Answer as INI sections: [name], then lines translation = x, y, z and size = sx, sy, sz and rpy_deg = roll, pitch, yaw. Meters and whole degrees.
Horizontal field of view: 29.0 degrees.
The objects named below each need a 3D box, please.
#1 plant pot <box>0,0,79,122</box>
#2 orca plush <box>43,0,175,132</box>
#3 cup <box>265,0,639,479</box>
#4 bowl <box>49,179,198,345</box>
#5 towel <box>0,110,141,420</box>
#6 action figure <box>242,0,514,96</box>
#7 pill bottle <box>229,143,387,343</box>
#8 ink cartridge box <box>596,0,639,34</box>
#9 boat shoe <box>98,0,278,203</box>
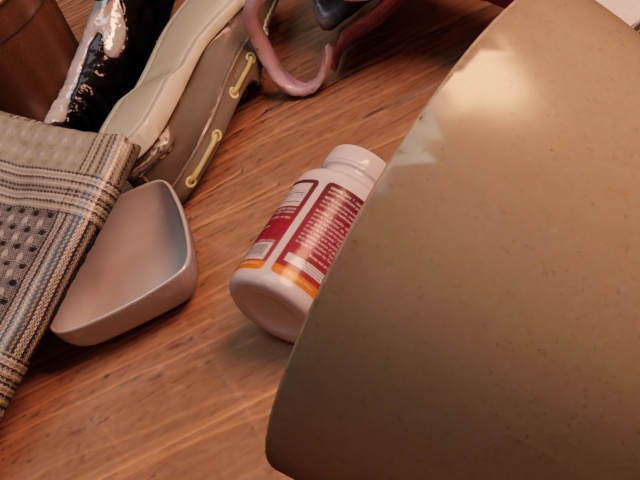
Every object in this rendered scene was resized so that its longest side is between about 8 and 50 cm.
[plant pot]
translation = -0.335, -0.208, 1.314
size = 0.167, 0.165, 0.167
rpy_deg = -15, 44, 15
[orca plush]
translation = -0.193, -0.195, 1.274
size = 0.102, 0.151, 0.287
rpy_deg = 18, 51, 4
[cup]
translation = 0.157, 0.052, 0.706
size = 0.237, 0.331, 0.331
rpy_deg = 31, 66, 16
[bowl]
translation = -0.170, 0.026, 1.076
size = 0.142, 0.053, 0.142
rpy_deg = -27, 41, 4
[towel]
translation = -0.348, 0.009, 1.090
size = 0.324, 0.056, 0.312
rpy_deg = 14, 69, 32
[action figure]
translation = 0.114, -0.263, 1.055
size = 0.370, 0.248, 0.276
rpy_deg = 21, 63, 45
[pill bottle]
translation = 0.000, 0.000, 0.981
size = 0.086, 0.086, 0.152
rpy_deg = 11, 56, 37
[ink cartridge box]
translation = 0.256, -0.103, 0.833
size = 0.086, 0.148, 0.203
rpy_deg = -33, 43, -6
[boat shoe]
translation = -0.109, -0.164, 1.200
size = 0.109, 0.091, 0.305
rpy_deg = -11, 41, 45
